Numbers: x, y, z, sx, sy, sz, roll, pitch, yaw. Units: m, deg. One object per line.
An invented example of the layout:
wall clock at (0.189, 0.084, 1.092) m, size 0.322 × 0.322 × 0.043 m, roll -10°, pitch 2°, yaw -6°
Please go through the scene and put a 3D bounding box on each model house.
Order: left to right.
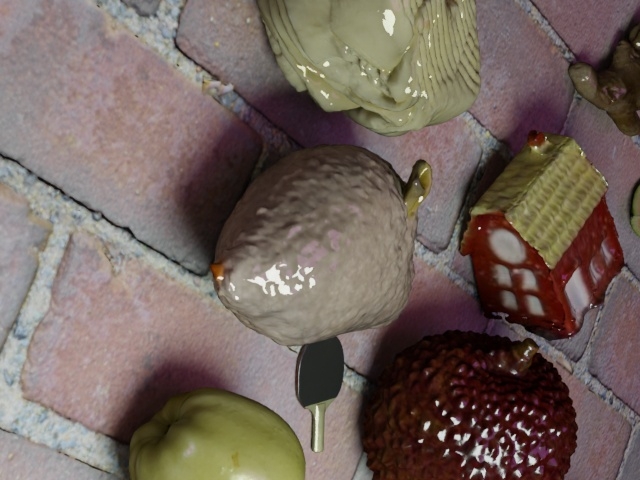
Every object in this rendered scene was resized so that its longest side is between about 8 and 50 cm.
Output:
model house at (0.307, -0.019, 1.846) m, size 0.196 × 0.160 × 0.254 m, roll -46°, pitch 128°, yaw -32°

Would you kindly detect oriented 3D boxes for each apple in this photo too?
apple at (-0.110, 0.253, 1.411) m, size 0.200 × 0.200 × 0.200 m, roll -15°, pitch 110°, yaw -47°

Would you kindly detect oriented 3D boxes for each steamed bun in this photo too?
steamed bun at (0.053, -0.262, 1.470) m, size 0.289 × 0.203 × 0.276 m, roll 19°, pitch 75°, yaw -63°

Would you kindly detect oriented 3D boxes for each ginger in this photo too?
ginger at (0.521, -0.269, 2.090) m, size 0.333 × 0.080 × 0.166 m, roll -39°, pitch 114°, yaw -41°

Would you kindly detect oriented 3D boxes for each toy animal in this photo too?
toy animal at (-0.003, 0.000, 1.458) m, size 0.358 × 0.188 × 0.226 m, roll -9°, pitch 113°, yaw -60°

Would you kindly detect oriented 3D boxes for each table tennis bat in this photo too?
table tennis bat at (-0.001, 0.194, 1.650) m, size 0.087 × 0.013 × 0.156 m, roll -8°, pitch 104°, yaw -49°

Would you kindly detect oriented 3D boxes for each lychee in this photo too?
lychee at (0.196, 0.245, 1.702) m, size 0.276 × 0.276 × 0.304 m, roll 1°, pitch 125°, yaw -49°

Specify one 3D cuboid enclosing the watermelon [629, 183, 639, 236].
watermelon at (0.576, -0.042, 2.198) m, size 0.135 × 0.094 × 0.125 m, roll -10°, pitch 115°, yaw -43°
